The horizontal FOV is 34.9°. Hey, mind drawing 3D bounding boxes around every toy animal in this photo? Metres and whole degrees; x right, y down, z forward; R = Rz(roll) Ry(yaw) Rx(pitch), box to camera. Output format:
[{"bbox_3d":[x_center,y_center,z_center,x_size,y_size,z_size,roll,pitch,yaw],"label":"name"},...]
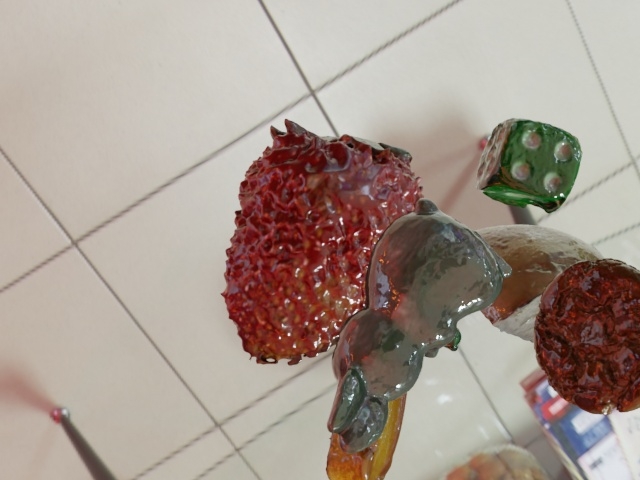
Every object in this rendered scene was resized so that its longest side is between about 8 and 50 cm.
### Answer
[{"bbox_3d":[0.066,0.088,0.981,0.127,0.125,0.251,37,67,8],"label":"toy animal"}]

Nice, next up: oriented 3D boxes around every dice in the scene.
[{"bbox_3d":[0.322,-0.117,1.582,0.128,0.131,0.120,18,82,-5],"label":"dice"}]

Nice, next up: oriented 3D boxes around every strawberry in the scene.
[{"bbox_3d":[0.000,0.000,1.230,0.233,0.138,0.306,11,71,3],"label":"strawberry"}]

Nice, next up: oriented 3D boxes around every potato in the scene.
[{"bbox_3d":[0.332,0.024,1.720,0.189,0.264,0.211,-48,142,14],"label":"potato"}]

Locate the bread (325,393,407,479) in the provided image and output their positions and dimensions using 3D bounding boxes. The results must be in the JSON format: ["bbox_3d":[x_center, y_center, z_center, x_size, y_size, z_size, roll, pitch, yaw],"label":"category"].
[{"bbox_3d":[0.074,0.255,1.556,0.102,0.094,0.245,42,57,-62],"label":"bread"}]

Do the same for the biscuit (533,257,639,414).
[{"bbox_3d":[0.385,0.132,1.408,0.042,0.226,0.226,10,112,-44],"label":"biscuit"}]
